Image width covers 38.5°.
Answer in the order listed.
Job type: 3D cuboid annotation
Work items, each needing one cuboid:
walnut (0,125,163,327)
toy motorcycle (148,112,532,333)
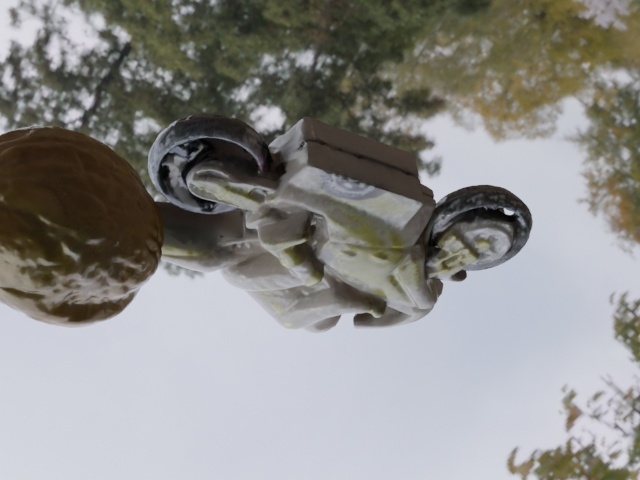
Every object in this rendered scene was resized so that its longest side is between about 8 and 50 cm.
[{"bbox_3d":[-0.136,-0.006,0.482,0.124,0.105,0.105,37,-159,-41],"label":"walnut"},{"bbox_3d":[0.000,0.000,0.797,0.340,0.223,0.108,15,-135,-22],"label":"toy motorcycle"}]
